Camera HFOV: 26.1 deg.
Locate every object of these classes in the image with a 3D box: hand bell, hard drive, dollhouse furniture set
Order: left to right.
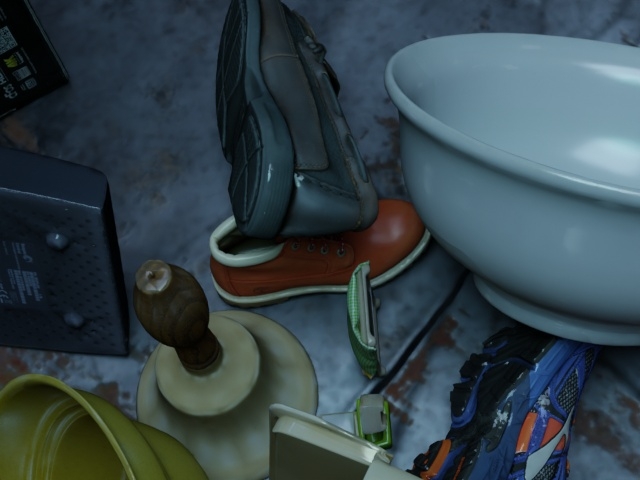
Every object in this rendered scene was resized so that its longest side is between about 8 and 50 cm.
[{"bbox_3d":[-0.254,-0.001,0.921,0.254,0.172,0.054,7,50,6],"label":"hard drive"},{"bbox_3d":[-0.077,0.062,0.831,0.126,0.242,0.126,-2,68,6],"label":"hand bell"},{"bbox_3d":[0.012,0.095,0.899,0.058,0.076,0.152,-6,68,6],"label":"dollhouse furniture set"}]

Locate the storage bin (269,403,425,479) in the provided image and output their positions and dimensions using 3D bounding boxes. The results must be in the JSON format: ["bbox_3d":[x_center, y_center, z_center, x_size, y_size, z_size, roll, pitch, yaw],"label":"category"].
[{"bbox_3d":[-0.032,0.258,0.721,0.123,0.260,0.262,24,63,11],"label":"storage bin"}]

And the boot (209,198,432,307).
[{"bbox_3d":[0.000,0.000,0.935,0.158,0.085,0.059,-16,65,-2],"label":"boot"}]

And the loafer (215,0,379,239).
[{"bbox_3d":[-0.021,-0.085,0.942,0.084,0.096,0.267,9,35,-15],"label":"loafer"}]

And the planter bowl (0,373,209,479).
[{"bbox_3d":[-0.121,0.181,0.845,0.090,0.217,0.217,-9,60,-39],"label":"planter bowl"}]

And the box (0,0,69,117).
[{"bbox_3d":[-0.328,-0.143,0.900,0.257,0.322,0.079,-29,69,-5],"label":"box"}]

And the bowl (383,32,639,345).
[{"bbox_3d":[0.175,-0.025,0.866,0.298,0.298,0.134,14,114,12],"label":"bowl"}]

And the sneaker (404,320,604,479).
[{"bbox_3d":[0.124,0.128,0.878,0.087,0.083,0.221,47,64,-19],"label":"sneaker"}]
